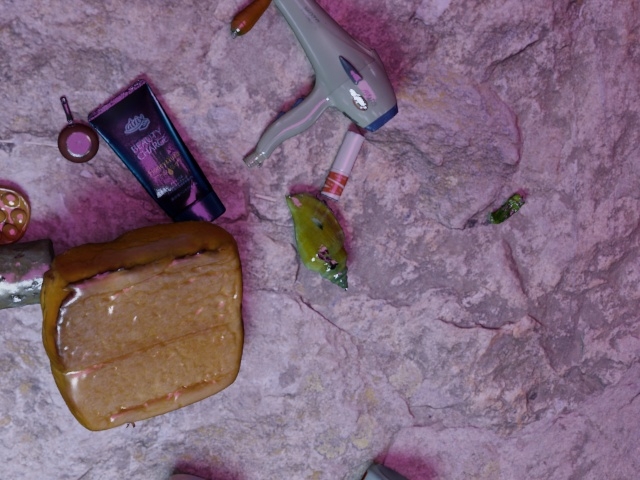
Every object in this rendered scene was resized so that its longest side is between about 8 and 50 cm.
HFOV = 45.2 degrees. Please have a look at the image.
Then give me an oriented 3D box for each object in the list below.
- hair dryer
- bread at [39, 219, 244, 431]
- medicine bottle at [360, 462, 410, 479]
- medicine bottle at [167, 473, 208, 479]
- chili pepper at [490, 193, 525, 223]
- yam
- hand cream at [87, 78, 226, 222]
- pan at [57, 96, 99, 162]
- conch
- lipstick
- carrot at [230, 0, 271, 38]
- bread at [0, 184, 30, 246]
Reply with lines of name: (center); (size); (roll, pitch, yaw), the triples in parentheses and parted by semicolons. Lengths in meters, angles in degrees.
hair dryer: (-0.037, -0.307, 1.374); (0.299, 0.119, 0.295); (-18, 97, -1)
bread: (-0.294, 0.139, 1.297); (0.337, 0.148, 0.327); (-17, 123, -26)
medicine bottle: (0.104, 0.570, 1.515); (0.139, 0.139, 0.225); (30, 88, -19)
medicine bottle: (-0.261, 0.572, 1.396); (0.152, 0.152, 0.253); (24, 90, -19)
chili pepper: (0.379, -0.062, 1.566); (0.091, 0.034, 0.030); (-35, 73, -8)
yam: (-0.531, 0.063, 1.263); (0.194, 0.107, 0.107); (-10, 101, -15)
hand cream: (-0.277, -0.137, 1.342); (0.120, 0.061, 0.270); (-36, 99, -3)
pan: (-0.418, -0.186, 1.301); (0.069, 0.023, 0.115); (-20, 104, -12)
conch: (0.001, 0.002, 1.438); (0.095, 0.080, 0.200); (-16, 94, -33)
lipstick: (0.042, -0.139, 1.442); (0.038, 0.038, 0.130); (23, 91, -19)
carrot: (-0.115, -0.410, 1.358); (0.035, 0.035, 0.142); (41, 78, -18)
bread: (-0.540, -0.042, 1.284); (0.110, 0.024, 0.109); (-2, 98, -18)
